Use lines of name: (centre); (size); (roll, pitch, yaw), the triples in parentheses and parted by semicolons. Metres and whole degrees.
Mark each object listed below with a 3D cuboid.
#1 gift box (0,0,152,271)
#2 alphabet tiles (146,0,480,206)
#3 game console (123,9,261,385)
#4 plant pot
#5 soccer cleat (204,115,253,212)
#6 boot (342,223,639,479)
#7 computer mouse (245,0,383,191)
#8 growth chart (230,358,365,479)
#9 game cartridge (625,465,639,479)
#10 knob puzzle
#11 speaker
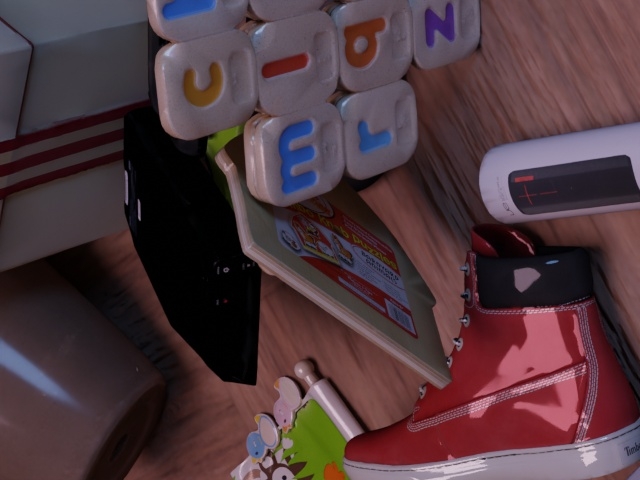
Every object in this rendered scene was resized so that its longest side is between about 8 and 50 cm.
gift box: (-0.288, -0.128, 1.275); (0.276, 0.258, 0.255); (34, 127, 30)
alphabet tiles: (0.001, -0.170, 0.958); (0.021, 0.278, 0.284); (14, 116, 42)
game console: (-0.091, -0.084, 1.129); (0.213, 0.044, 0.361); (-125, 31, -48)
plant pot: (-0.268, 0.128, 1.393); (0.229, 0.263, 0.263); (30, 127, 11)
soccer cleat: (-0.059, -0.068, 1.218); (0.060, 0.072, 0.179); (-13, 77, 14)
boot: (0.098, 0.083, 1.108); (0.244, 0.088, 0.176); (-17, 92, 40)
computer mouse: (-0.010, -0.158, 1.124); (0.188, 0.072, 0.272); (14, 115, 40)
growth chart: (-0.011, 0.222, 1.314); (0.172, 0.021, 0.237); (46, 132, 23)
game cartridge: (0.276, 0.209, 1.004); (0.196, 0.060, 0.294); (47, 133, 16)
knob puzzle: (0.000, 0.000, 1.040); (0.030, 0.213, 0.213); (-44, 72, 20)
speaker: (0.167, -0.043, 1.007); (0.136, 0.055, 0.055); (-6, 102, 46)
